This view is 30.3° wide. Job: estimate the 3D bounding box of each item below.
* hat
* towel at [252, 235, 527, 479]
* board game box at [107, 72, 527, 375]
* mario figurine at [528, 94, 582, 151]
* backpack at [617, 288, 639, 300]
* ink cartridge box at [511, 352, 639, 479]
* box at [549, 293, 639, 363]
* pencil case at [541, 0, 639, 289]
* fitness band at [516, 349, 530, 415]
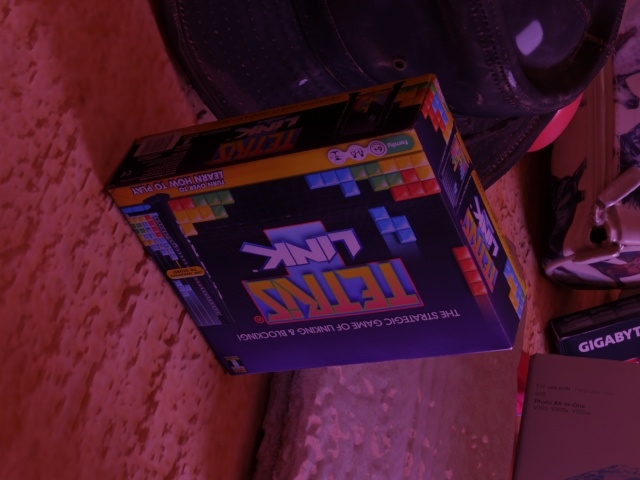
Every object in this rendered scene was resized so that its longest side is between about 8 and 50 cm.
[{"bbox_3d":[0.081,-0.150,0.663,0.331,0.134,0.331,-11,111,-31],"label":"hat"},{"bbox_3d":[0.049,0.089,0.745,0.187,0.049,0.282,31,55,-31],"label":"towel"},{"bbox_3d":[0.000,0.000,0.597,0.141,0.170,0.048,61,34,-31],"label":"board game box"},{"bbox_3d":[0.060,-0.160,0.833,0.320,0.170,0.198,38,87,-38],"label":"mario figurine"},{"bbox_3d":[0.401,0.116,1.252,0.144,0.188,0.166,64,35,-29],"label":"backpack"},{"bbox_3d":[0.178,0.205,0.814,0.154,0.093,0.212,68,30,-54],"label":"ink cartridge box"},{"bbox_3d":[0.347,0.130,1.130,0.051,0.220,0.175,-94,167,-71],"label":"box"},{"bbox_3d":[0.282,-0.160,1.138,0.183,0.160,0.410,28,59,-72],"label":"pencil case"},{"bbox_3d":[0.126,0.184,0.901,0.291,0.054,0.209,39,54,-49],"label":"fitness band"}]
